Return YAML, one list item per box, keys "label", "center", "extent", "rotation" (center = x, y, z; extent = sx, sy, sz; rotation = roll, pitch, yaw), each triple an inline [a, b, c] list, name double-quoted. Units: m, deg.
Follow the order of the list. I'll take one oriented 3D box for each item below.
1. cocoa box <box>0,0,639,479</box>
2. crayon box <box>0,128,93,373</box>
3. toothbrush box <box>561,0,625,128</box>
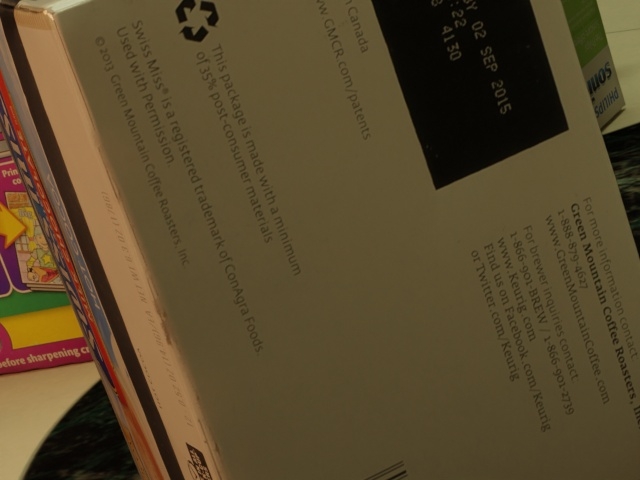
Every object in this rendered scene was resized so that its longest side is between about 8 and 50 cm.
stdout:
- label: "cocoa box"
  center: [0.000, 0.000, 0.909]
  extent: [0.231, 0.347, 0.228]
  rotation: [-24, 17, -16]
- label: "crayon box"
  center: [-0.280, -0.054, 1.448]
  extent: [0.363, 0.313, 0.106]
  rotation: [-10, 19, 27]
- label: "toothbrush box"
  center: [0.129, -0.198, 1.521]
  extent: [0.122, 0.283, 0.206]
  rotation: [-9, 20, 34]
